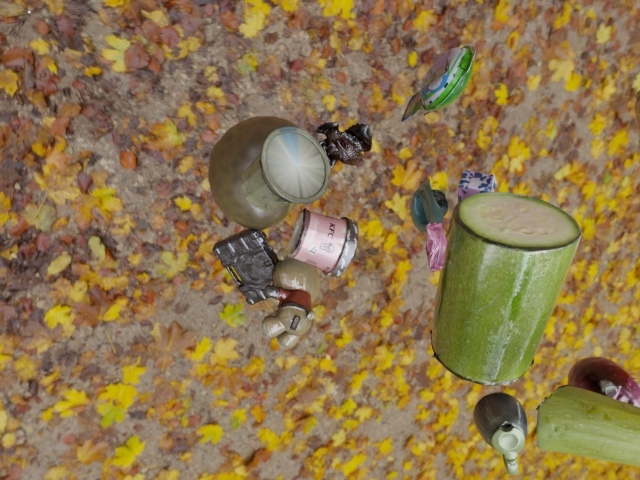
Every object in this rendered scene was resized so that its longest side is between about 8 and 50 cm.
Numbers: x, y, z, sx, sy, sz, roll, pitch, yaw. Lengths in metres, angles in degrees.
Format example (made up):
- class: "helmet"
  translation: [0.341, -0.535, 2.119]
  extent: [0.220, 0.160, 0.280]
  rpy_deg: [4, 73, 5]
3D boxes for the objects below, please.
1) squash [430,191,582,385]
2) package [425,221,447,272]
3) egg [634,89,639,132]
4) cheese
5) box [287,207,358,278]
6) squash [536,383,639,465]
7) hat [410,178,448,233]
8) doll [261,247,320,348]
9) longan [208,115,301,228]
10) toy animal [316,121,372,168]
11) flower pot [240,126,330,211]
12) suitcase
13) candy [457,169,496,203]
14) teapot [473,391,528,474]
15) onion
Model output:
- class: "squash"
  translation: [0.400, 0.110, 1.122]
  extent: [0.262, 0.263, 0.385]
  rpy_deg: [-16, 127, -24]
- class: "package"
  translation: [0.198, 0.010, 0.836]
  extent: [0.059, 0.029, 0.084]
  rpy_deg: [-8, 93, -53]
- class: "egg"
  translation: [0.707, -0.233, 0.897]
  extent: [0.195, 0.233, 0.195]
  rpy_deg: [-43, 161, -18]
- class: "cheese"
  translation: [0.313, -0.417, 1.335]
  extent: [0.083, 0.320, 0.204]
  rpy_deg: [28, 73, -16]
- class: "box"
  translation: [0.000, 0.000, 1.176]
  extent: [0.135, 0.151, 0.151]
  rpy_deg: [20, 101, -15]
- class: "squash"
  translation: [0.550, 0.335, 0.876]
  extent: [0.137, 0.287, 0.138]
  rpy_deg: [6, 83, -56]
- class: "hat"
  translation: [0.322, -0.100, 1.403]
  extent: [0.077, 0.191, 0.138]
  rpy_deg: [-10, 73, -10]
- class: "doll"
  translation: [-0.091, 0.192, 1.667]
  extent: [0.174, 0.330, 0.235]
  rpy_deg: [-22, 134, 28]
- class: "longan"
  translation: [-0.204, -0.244, 1.703]
  extent: [0.404, 0.404, 0.336]
  rpy_deg: [-39, 167, -10]
- class: "toy animal"
  translation: [0.070, -0.292, 1.497]
  extent: [0.218, 0.116, 0.179]
  rpy_deg: [-25, 169, 25]
- class: "flower pot"
  translation: [-0.113, -0.169, 1.327]
  extent: [0.212, 0.202, 0.213]
  rpy_deg: [14, 66, -34]
- class: "suitcase"
  translation: [-0.248, 0.096, 1.817]
  extent: [0.206, 0.066, 0.286]
  rpy_deg: [-22, 113, 18]
- class: "candy"
  translation: [0.413, -0.105, 1.302]
  extent: [0.160, 0.092, 0.073]
  rpy_deg: [74, 34, -48]
- class: "teapot"
  translation: [0.334, 0.344, 0.867]
  extent: [0.092, 0.091, 0.124]
  rpy_deg: [-39, 96, 16]
- class: "onion"
  translation: [0.756, 0.404, 1.289]
  extent: [0.200, 0.208, 0.201]
  rpy_deg: [6, 142, 5]
